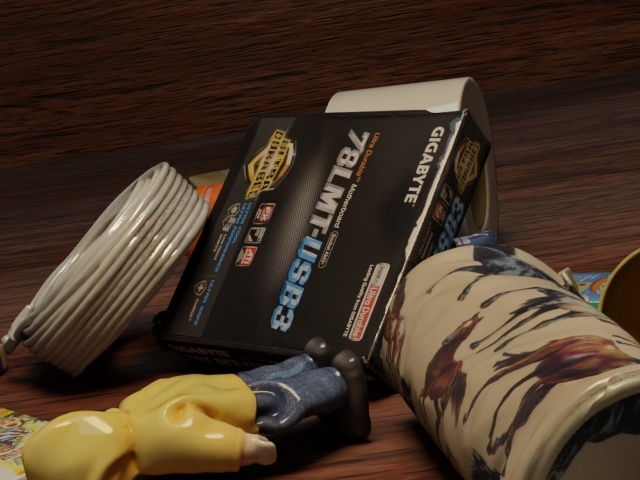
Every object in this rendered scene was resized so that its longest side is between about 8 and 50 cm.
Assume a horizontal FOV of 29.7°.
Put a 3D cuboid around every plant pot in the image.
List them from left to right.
[{"bbox_3d":[0.317,0.072,1.038,0.134,0.134,0.095,-1,-10,31],"label":"plant pot"}]

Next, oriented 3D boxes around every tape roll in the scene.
[{"bbox_3d":[0.113,-0.070,1.475,0.169,0.246,0.246,-4,14,18],"label":"tape roll"}]

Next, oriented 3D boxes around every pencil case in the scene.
[{"bbox_3d":[0.166,0.108,0.863,0.183,0.160,0.410,-36,14,-1],"label":"pencil case"}]

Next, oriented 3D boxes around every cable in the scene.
[{"bbox_3d":[-0.226,0.032,1.328,0.257,0.089,0.257,-56,14,-27],"label":"cable"}]

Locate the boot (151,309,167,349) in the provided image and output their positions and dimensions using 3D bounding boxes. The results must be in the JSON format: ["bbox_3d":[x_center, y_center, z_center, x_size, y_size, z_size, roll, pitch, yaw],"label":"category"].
[{"bbox_3d":[-0.132,0.090,1.408,0.099,0.045,0.121,-7,14,25],"label":"boot"}]

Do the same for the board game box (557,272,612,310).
[{"bbox_3d":[0.224,0.067,1.215,0.210,0.047,0.160,-2,7,29],"label":"board game box"}]

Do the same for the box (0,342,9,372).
[{"bbox_3d":[-0.451,0.167,1.303,0.136,0.037,0.225,-6,12,14],"label":"box"}]

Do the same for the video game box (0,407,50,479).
[{"bbox_3d":[-0.314,0.208,1.023,0.187,0.048,0.205,7,21,43],"label":"video game box"}]

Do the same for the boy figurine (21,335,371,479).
[{"bbox_3d":[-0.098,0.158,0.993,0.285,0.092,0.177,-17,16,-27],"label":"boy figurine"}]

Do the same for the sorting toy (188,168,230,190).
[{"bbox_3d":[-0.059,-0.065,1.908,0.255,0.090,0.257,-12,14,-12],"label":"sorting toy"}]

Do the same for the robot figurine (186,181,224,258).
[{"bbox_3d":[-0.103,-0.022,1.670,0.219,0.128,0.158,-6,40,13],"label":"robot figurine"}]

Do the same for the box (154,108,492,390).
[{"bbox_3d":[0.000,0.000,1.263,0.293,0.073,0.296,3,61,41],"label":"box"}]
